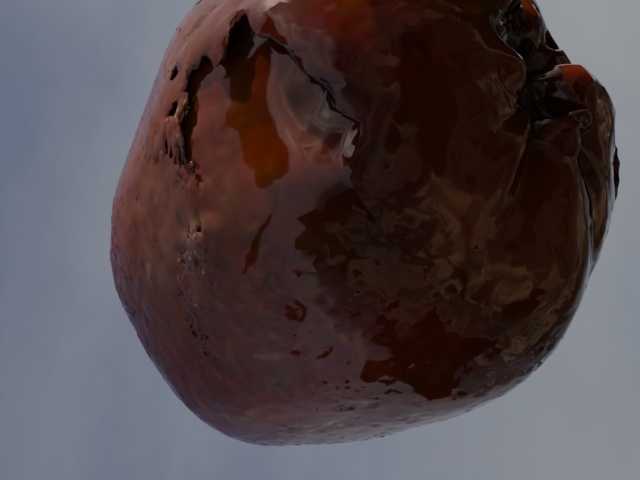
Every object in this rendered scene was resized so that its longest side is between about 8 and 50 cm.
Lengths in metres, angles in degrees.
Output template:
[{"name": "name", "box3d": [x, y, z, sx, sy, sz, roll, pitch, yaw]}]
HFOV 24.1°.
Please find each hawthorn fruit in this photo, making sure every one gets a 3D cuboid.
[{"name": "hawthorn fruit", "box3d": [0.000, 0.000, 0.663, 0.211, 0.299, 0.211, 20, -132, -23]}]
